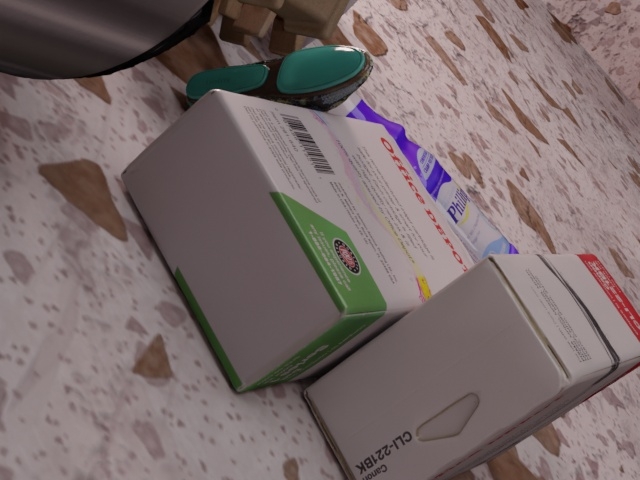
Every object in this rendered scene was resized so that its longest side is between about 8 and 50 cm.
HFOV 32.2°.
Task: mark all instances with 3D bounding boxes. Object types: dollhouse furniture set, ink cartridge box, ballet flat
[{"bbox_3d":[-0.078,-0.274,1.002,0.259,0.135,0.262,21,-1,40],"label":"dollhouse furniture set"},{"bbox_3d":[0.000,0.000,0.920,0.278,0.117,0.201,1,55,-60],"label":"ink cartridge box"},{"bbox_3d":[0.143,0.109,0.924,0.114,0.197,0.273,58,24,16],"label":"ink cartridge box"},{"bbox_3d":[-0.030,-0.133,0.996,0.070,0.188,0.070,3,87,-61],"label":"ballet flat"}]

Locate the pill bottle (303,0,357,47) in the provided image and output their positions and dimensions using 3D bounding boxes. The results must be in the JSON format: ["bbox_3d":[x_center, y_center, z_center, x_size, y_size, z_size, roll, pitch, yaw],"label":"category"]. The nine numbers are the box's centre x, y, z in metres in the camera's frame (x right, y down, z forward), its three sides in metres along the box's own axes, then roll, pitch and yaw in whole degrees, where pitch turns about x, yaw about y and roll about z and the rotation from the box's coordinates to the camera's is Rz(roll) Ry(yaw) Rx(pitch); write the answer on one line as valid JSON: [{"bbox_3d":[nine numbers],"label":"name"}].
[{"bbox_3d":[-0.083,-0.374,1.231,0.318,0.176,0.176,46,24,-12],"label":"pill bottle"}]

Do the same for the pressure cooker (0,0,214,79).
[{"bbox_3d":[-0.240,-0.299,0.594,0.420,0.375,0.369,6,50,-61],"label":"pressure cooker"}]

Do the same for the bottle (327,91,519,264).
[{"bbox_3d":[0.100,-0.040,1.186,0.283,0.092,0.118,48,25,-9],"label":"bottle"}]
